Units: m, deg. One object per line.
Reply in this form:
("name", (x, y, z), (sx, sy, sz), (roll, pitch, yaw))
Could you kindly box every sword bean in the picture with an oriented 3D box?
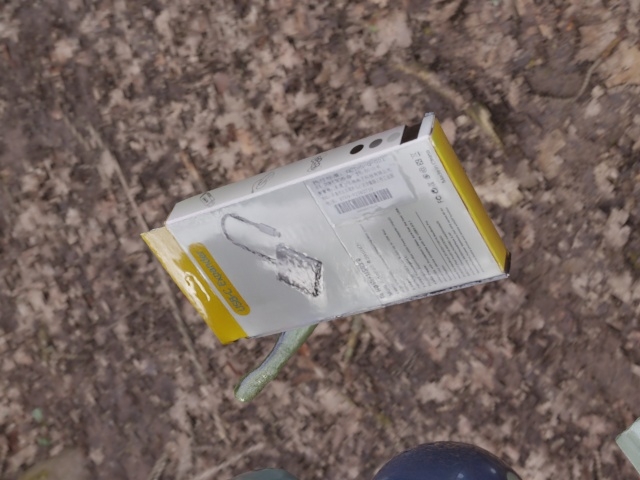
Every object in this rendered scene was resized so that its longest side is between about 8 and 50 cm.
("sword bean", (-0.040, 0.130, 1.441), (0.269, 0.038, 0.043), (-52, 53, 23))

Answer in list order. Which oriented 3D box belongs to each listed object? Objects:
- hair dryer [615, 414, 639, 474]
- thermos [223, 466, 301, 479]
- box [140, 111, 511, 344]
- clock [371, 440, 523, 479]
("hair dryer", (0.406, 0.277, 1.028), (0.119, 0.298, 0.296), (-42, 88, 16))
("thermos", (-0.119, 0.294, 0.828), (0.182, 0.287, 0.145), (46, 125, 31))
("box", (0.000, 0.000, 0.758), (0.247, 0.033, 0.129), (-15, 124, 28))
("clock", (0.092, 0.285, 0.854), (0.147, 0.200, 0.243), (18, 99, 26))
